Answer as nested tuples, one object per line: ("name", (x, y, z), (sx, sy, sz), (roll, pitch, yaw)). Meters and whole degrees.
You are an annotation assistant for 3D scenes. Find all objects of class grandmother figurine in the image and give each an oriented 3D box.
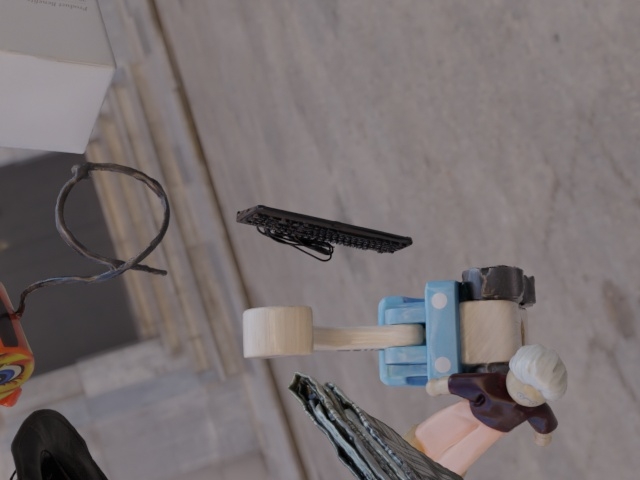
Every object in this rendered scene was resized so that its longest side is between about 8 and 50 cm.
("grandmother figurine", (0.259, 0.256, 2.090), (0.342, 0.207, 0.104), (128, 153, -50))

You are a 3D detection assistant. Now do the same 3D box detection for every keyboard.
("keyboard", (0.000, 0.000, 1.585), (0.100, 0.192, 0.038), (164, 117, -68))

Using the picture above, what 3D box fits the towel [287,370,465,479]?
("towel", (0.132, 0.280, 1.494), (0.324, 0.056, 0.312), (38, -173, -36))

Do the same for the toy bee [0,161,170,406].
("toy bee", (-0.229, 0.079, 0.809), (0.162, 0.298, 0.195), (95, 171, -66))

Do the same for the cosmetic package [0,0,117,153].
("cosmetic package", (-0.437, -0.333, 1.877), (0.161, 0.230, 0.453), (-62, 35, 39))

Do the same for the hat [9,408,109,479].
("hat", (-0.409, 0.422, 2.116), (0.331, 0.134, 0.331), (57, -170, -16))

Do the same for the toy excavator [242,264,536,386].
("toy excavator", (0.131, 0.170, 2.396), (0.433, 0.445, 0.222), (26, -120, -72))
